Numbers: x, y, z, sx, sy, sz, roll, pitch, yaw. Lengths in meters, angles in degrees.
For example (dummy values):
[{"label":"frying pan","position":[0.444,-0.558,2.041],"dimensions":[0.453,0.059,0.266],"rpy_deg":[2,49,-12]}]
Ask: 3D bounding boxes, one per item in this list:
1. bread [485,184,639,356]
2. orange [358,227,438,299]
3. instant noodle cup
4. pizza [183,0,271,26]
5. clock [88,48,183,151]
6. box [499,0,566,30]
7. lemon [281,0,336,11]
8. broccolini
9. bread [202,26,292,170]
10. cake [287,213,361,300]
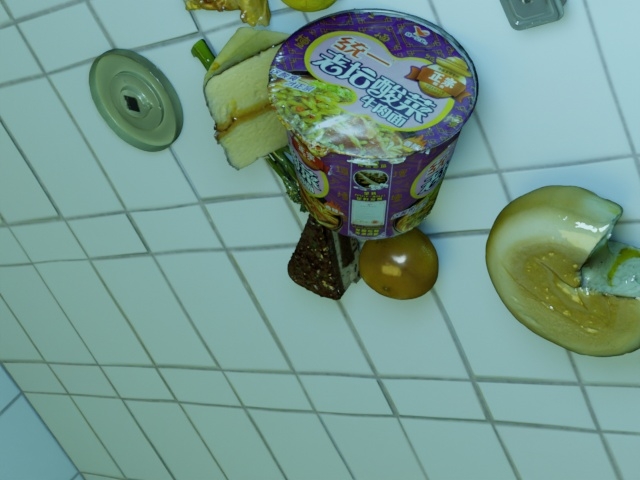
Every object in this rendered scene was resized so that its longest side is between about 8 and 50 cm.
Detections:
[{"label":"bread","position":[0.438,0.047,1.718],"dimensions":[0.333,0.160,0.333],"rpy_deg":[22,136,23]},{"label":"orange","position":[0.152,0.038,1.947],"dimensions":[0.159,0.136,0.159],"rpy_deg":[22,155,11]},{"label":"instant noodle cup","position":[0.079,-0.174,1.686],"dimensions":[0.339,0.340,0.266],"rpy_deg":[25,146,17]},{"label":"pizza","position":[-0.227,-0.508,1.784],"dimensions":[0.182,0.074,0.365],"rpy_deg":[-28,106,38]},{"label":"clock","position":[-0.391,-0.292,2.141],"dimensions":[0.235,0.029,0.235],"rpy_deg":[21,136,21]},{"label":"box","position":[0.310,-0.381,1.501],"dimensions":[0.089,0.062,0.122],"rpy_deg":[-7,121,41]},{"label":"lemon","position":[-0.020,-0.430,1.673],"dimensions":[0.133,0.109,0.109],"rpy_deg":[16,135,38]},{"label":"broccolini","position":[-0.123,-0.224,1.992],"dimensions":[0.392,0.079,0.074],"rpy_deg":[55,149,-7]},{"label":"bread","position":[-0.104,-0.237,1.824],"dimensions":[0.135,0.178,0.240],"rpy_deg":[14,148,26]},{"label":"cake","position":[-0.006,-0.009,2.043],"dimensions":[0.135,0.112,0.246],"rpy_deg":[13,133,32]}]
